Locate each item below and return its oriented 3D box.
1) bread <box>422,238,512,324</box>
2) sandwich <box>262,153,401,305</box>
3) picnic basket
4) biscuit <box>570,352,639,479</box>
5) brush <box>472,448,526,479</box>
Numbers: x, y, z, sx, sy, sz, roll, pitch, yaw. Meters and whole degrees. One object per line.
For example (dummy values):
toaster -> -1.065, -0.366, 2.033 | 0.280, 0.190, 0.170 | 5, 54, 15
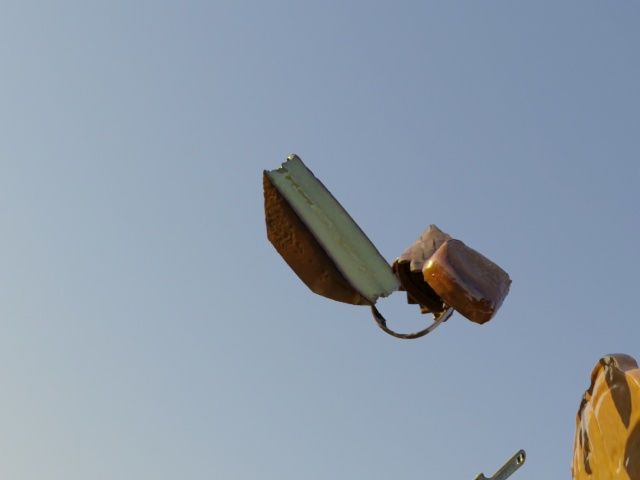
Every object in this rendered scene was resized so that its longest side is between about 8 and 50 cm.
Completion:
bread -> 0.224, 0.053, 1.942 | 0.129, 0.126, 0.044 | 37, -47, 9
sandwich -> 0.000, 0.000, 1.913 | 0.258, 0.094, 0.096 | 52, -45, 2
picnic basket -> 0.159, 0.078, 2.089 | 0.128, 0.178, 0.137 | 38, -18, 30
biscuit -> 0.447, 0.350, 1.919 | 0.351, 0.057, 0.312 | 99, -17, -52
brush -> 0.343, 0.465, 2.532 | 0.010, 0.218, 0.082 | 2, -70, 40
